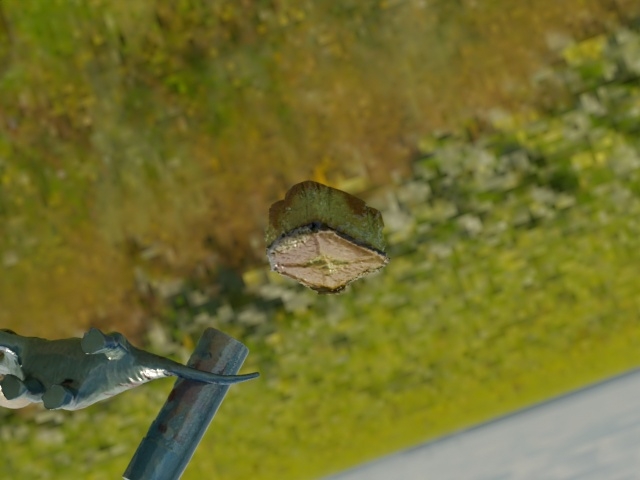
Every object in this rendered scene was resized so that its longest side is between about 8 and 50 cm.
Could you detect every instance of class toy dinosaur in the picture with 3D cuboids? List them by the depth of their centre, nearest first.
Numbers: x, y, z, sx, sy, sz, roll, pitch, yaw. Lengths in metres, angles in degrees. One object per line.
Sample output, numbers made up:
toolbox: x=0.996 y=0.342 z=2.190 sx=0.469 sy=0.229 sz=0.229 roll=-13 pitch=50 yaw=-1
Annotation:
toy dinosaur: x=-0.231 y=0.118 z=1.778 sx=0.329 sy=0.076 sz=0.144 roll=-4 pitch=171 yaw=30

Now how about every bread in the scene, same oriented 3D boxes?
bread: x=0.000 y=0.000 z=2.244 sx=0.140 sy=0.069 sz=0.128 roll=24 pitch=138 yaw=-32

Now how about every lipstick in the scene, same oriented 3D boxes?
lipstick: x=-0.121 y=0.156 z=1.777 sx=0.158 sy=0.048 sz=0.048 roll=-61 pitch=180 yaw=-11

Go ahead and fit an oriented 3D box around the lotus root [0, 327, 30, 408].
lotus root: x=-0.317 y=0.131 z=2.004 sx=0.063 sy=0.072 sz=0.152 roll=-51 pitch=165 yaw=-28
